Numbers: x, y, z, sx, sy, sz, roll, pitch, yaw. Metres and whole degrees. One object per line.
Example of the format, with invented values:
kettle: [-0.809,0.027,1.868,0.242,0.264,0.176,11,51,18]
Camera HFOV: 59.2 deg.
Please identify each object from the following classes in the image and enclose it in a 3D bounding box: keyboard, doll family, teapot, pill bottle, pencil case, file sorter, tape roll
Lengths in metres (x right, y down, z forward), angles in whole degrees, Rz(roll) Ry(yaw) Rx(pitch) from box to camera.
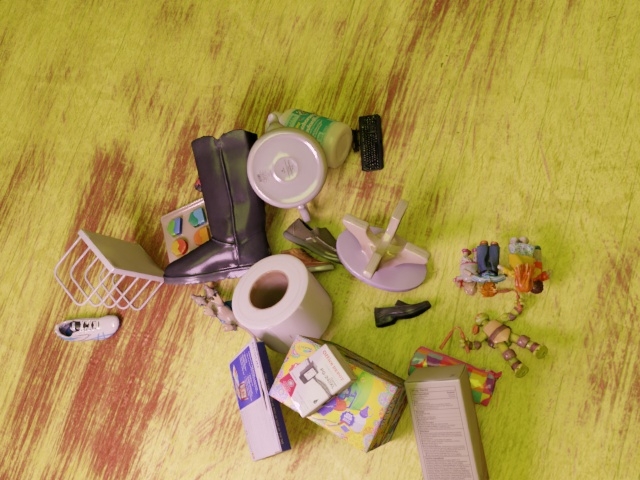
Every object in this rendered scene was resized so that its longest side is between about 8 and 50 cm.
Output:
keyboard: [0.145,-0.311,1.782,0.100,0.038,0.191,-8,73,17]
doll family: [0.482,0.077,1.506,0.263,0.118,0.163,-4,59,20]
teapot: [-0.094,-0.215,1.683,0.253,0.187,0.255,25,99,-4]
pill bottle: [-0.043,-0.333,1.792,0.264,0.146,0.146,21,84,22]
pencil case: [0.356,0.358,1.509,0.237,0.104,0.104,15,82,22]
file sorter: [-0.677,0.110,1.830,0.193,0.278,0.173,43,97,23]
tape roll: [-0.109,0.183,1.630,0.246,0.169,0.246,-16,48,19]

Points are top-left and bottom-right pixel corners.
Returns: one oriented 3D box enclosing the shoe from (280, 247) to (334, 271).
shoe: [-0.044,0.061,1.737,0.178,0.063,0.081,-6,79,21]

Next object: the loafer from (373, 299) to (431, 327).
loafer: [0.231,0.197,1.614,0.170,0.062,0.061,-19,67,12]

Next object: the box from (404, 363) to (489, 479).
box: [0.321,0.482,1.420,0.148,0.121,0.310,-9,93,24]

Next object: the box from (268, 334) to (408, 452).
box: [0.067,0.398,1.500,0.290,0.279,0.176,24,85,23]

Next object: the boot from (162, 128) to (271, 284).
boot: [-0.347,-0.100,1.760,0.368,0.146,0.444,-8,98,5]

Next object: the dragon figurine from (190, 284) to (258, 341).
dragon figurine: [-0.283,0.233,1.764,0.289,0.144,0.085,34,87,4]

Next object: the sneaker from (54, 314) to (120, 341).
sneaker: [-0.796,0.300,1.922,0.238,0.086,0.085,-11,72,15]

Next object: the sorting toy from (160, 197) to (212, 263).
sorting toy: [-0.446,-0.023,1.909,0.193,0.038,0.208,-23,71,12]

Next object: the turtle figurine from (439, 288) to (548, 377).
turtle figurine: [0.470,0.263,1.493,0.270,0.087,0.217,-34,44,-10]

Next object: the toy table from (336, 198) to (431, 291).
toy table: [0.180,0.022,1.581,0.275,0.161,0.252,15,65,4]

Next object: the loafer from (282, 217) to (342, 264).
loafer: [0.000,0.000,1.722,0.251,0.094,0.087,26,90,23]

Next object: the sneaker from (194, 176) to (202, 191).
sneaker: [-0.293,-0.235,1.877,0.276,0.098,0.134,-5,77,19]

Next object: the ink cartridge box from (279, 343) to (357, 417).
ink cartridge box: [-0.005,0.335,1.354,0.150,0.063,0.109,-40,68,6]

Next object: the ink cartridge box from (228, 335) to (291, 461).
ink cartridge box: [-0.164,0.446,1.574,0.072,0.307,0.303,-6,68,-27]
